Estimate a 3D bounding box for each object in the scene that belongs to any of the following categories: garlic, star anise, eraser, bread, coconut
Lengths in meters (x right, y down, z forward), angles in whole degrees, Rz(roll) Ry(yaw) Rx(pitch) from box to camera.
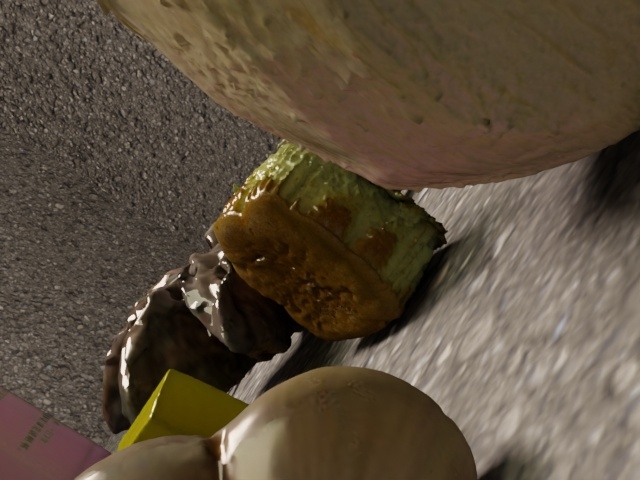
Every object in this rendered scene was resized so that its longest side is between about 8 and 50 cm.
[{"bbox_3d":[-0.023,0.117,0.376,0.175,0.124,0.099,-32,-13,-6],"label":"garlic"},{"bbox_3d":[-0.064,0.038,0.870,0.332,0.117,0.332,-38,1,1],"label":"star anise"},{"bbox_3d":[-0.086,0.150,0.719,0.122,0.097,0.045,-51,16,47],"label":"eraser"},{"bbox_3d":[0.000,0.000,0.656,0.069,0.128,0.140,-55,8,-23],"label":"bread"},{"bbox_3d":[0.055,-0.166,0.449,0.297,0.254,0.297,-26,44,27],"label":"coconut"}]

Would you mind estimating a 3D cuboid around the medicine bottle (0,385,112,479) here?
[{"bbox_3d":[-0.265,0.221,0.851,0.178,0.291,0.178,-56,7,11],"label":"medicine bottle"}]
